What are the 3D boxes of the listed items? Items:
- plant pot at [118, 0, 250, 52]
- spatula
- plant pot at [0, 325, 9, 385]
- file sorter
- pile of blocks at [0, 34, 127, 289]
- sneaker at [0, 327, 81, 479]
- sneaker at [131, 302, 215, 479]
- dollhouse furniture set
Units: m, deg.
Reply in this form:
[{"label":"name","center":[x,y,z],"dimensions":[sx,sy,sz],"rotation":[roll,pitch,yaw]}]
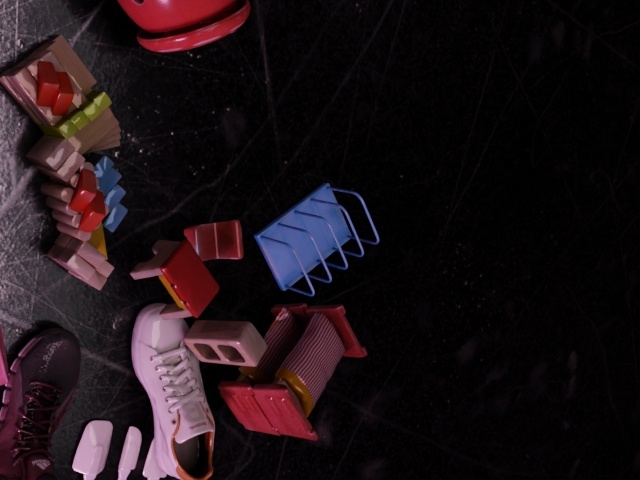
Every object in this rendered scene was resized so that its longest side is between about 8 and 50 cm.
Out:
[{"label":"plant pot","center":[-0.198,-0.364,1.202],"dimensions":[0.191,0.191,0.174],"rotation":[-32,120,-28]},{"label":"spatula","center":[-0.326,0.407,1.370],"dimensions":[0.168,0.019,0.241],"rotation":[16,89,-44]},{"label":"plant pot","center":[-0.499,0.102,1.077],"dimensions":[0.180,0.201,0.201],"rotation":[-12,107,-19]},{"label":"file sorter","center":[0.000,0.000,1.479],"dimensions":[0.170,0.105,0.118],"rotation":[-38,120,-26]},{"label":"pile of blocks","center":[-0.324,-0.101,1.207],"dimensions":[0.149,0.113,0.361],"rotation":[-21,112,-32]},{"label":"sneaker","center":[-0.386,0.270,1.202],"dimensions":[0.106,0.163,0.281],"rotation":[26,83,-38]},{"label":"sneaker","center":[-0.212,0.239,1.351],"dimensions":[0.106,0.123,0.289],"rotation":[-17,103,-33]},{"label":"dollhouse furniture set","center":[-0.097,0.116,1.356],"dimensions":[0.201,0.152,0.374],"rotation":[-57,131,-38]}]
